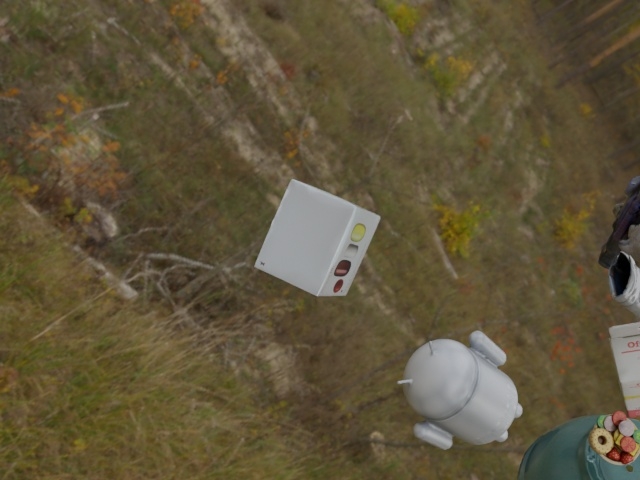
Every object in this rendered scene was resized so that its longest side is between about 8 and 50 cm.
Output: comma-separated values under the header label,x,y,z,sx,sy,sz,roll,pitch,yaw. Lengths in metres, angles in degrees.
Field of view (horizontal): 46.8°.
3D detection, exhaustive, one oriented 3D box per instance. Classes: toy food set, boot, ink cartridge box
label,x,y,z,sx,sy,sz,roll,pitch,yaw
toy food set,0.479,0.319,1.194,0.083,0.082,0.020,35,-18,11
boot,0.726,0.046,1.683,0.123,0.095,0.258,31,57,-22
ink cartridge box,0.452,0.170,0.978,0.198,0.115,0.067,50,33,-50

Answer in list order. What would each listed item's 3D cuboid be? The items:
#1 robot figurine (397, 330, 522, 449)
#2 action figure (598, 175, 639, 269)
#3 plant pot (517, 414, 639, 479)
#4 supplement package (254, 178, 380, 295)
label,x,y,z,sx,sy,sz,roll,pitch,yaw
robot figurine,0.342,0.369,1.810,0.354,0.299,0.200,34,-8,-30
action figure,0.497,-0.074,0.900,0.178,0.330,0.341,44,-24,28
plant pot,0.524,0.435,1.324,0.196,0.293,0.292,96,-13,-54
supplement package,0.000,0.000,1.514,0.149,0.194,0.203,25,5,18
